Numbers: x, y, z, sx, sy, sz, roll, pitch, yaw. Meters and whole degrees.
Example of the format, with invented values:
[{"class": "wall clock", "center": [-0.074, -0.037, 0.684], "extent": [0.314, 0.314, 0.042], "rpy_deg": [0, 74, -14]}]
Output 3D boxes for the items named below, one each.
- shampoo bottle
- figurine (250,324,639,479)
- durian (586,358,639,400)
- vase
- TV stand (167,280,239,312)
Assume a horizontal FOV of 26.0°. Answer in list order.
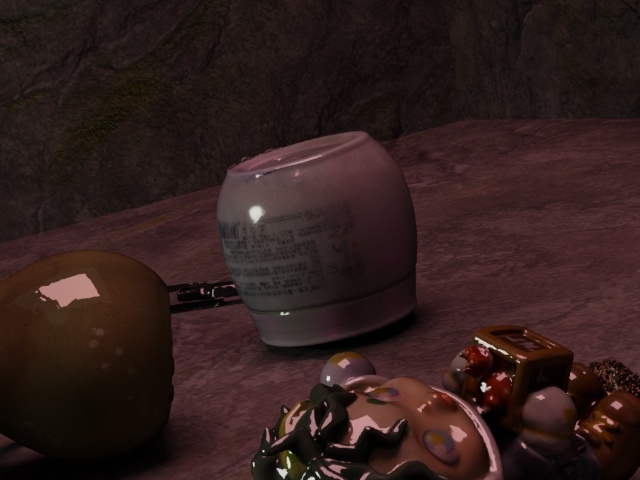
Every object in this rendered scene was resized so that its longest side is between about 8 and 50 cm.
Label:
[{"class": "shampoo bottle", "center": [0.000, 0.000, 1.924], "extent": [0.272, 0.266, 0.273], "rpy_deg": [-13, 12, 3]}, {"class": "figurine", "center": [0.109, 0.177, 1.122], "extent": [0.381, 0.186, 0.261], "rpy_deg": [-12, 20, -36]}, {"class": "durian", "center": [0.273, 0.153, 1.347], "extent": [0.091, 0.080, 0.080], "rpy_deg": [-12, 10, 15]}, {"class": "vase", "center": [-0.329, 0.153, 1.606], "extent": [0.302, 0.241, 0.329], "rpy_deg": [0, -29, -11]}, {"class": "TV stand", "center": [-0.230, 0.095, 2.296], "extent": [0.249, 0.042, 0.036], "rpy_deg": [-9, 8, 15]}]
